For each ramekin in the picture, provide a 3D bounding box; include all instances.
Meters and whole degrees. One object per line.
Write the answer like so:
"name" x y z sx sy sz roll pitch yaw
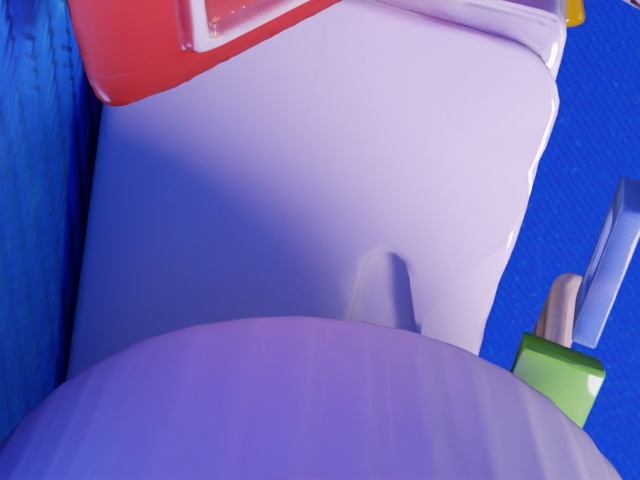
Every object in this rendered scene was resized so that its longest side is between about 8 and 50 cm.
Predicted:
"ramekin" -0.009 0.158 0.420 0.135 0.277 0.277 -86 -175 -62

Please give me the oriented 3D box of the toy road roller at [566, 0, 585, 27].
"toy road roller" 0.150 -0.185 1.019 0.202 0.329 0.241 -65 147 -80

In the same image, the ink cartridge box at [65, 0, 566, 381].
"ink cartridge box" 0.016 -0.059 0.678 0.395 0.166 0.285 -69 172 -61

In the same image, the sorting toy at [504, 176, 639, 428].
"sorting toy" 0.067 0.129 0.615 0.196 0.047 0.348 -60 168 -56

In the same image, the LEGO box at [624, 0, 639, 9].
"LEGO box" 0.311 -0.472 1.090 0.500 0.372 0.193 -63 176 40

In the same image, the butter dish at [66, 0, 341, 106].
"butter dish" -0.027 -0.145 0.386 0.160 0.118 0.160 -29 151 -17
